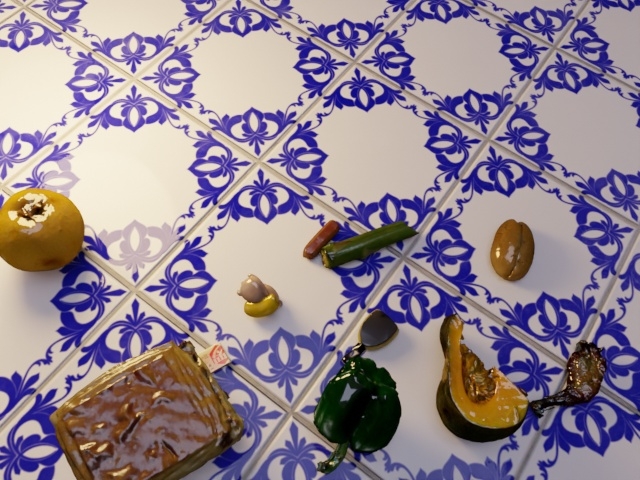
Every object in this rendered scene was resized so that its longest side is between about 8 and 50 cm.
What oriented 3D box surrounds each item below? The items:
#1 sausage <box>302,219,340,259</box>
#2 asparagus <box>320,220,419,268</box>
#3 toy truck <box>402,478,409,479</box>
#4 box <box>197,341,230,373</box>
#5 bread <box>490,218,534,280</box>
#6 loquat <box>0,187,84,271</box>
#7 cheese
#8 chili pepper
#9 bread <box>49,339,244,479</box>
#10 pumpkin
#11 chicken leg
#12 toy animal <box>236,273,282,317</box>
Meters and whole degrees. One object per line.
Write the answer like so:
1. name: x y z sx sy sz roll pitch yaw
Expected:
1. sausage: 0.000 0.000 1.418 0.041 0.039 0.131 40 69 7
2. asparagus: 0.132 0.004 1.414 0.277 0.060 0.067 -22 57 -15
3. toy truck: 0.261 0.613 1.090 0.272 0.124 0.157 19 74 2
4. box: -0.270 0.292 1.268 0.093 0.015 0.058 -28 67 -15
5. bread: 0.522 0.019 1.427 0.114 0.077 0.190 15 66 8
6. loquat: -0.687 -0.023 1.294 0.207 0.208 0.208 2 64 -3
7. cheese: 0.116 0.248 1.305 0.086 0.036 0.162 43 69 13
8. chili pepper: 0.065 0.391 1.167 0.173 0.261 0.165 19 22 -11
9. bread: -0.360 0.396 1.127 0.324 0.167 0.277 -29 68 -26
10. pumpkin: 0.374 0.320 1.230 0.189 0.139 0.281 7 66 4
11. chicken leg: 0.613 0.348 1.283 0.253 0.051 0.106 -39 66 -19
12. toy animal: -0.153 0.141 1.324 0.114 0.082 0.091 43 111 0
